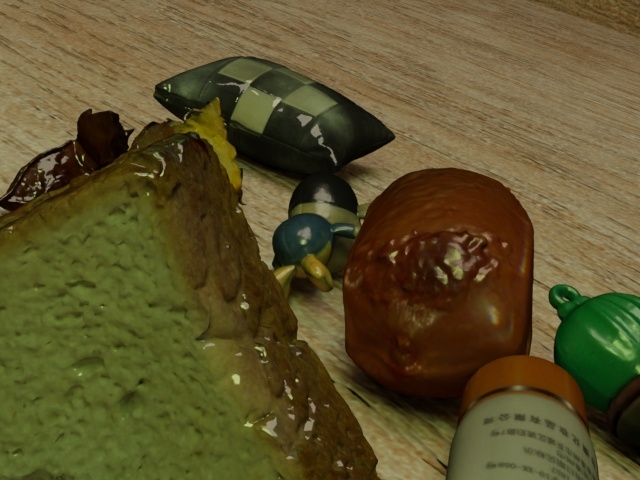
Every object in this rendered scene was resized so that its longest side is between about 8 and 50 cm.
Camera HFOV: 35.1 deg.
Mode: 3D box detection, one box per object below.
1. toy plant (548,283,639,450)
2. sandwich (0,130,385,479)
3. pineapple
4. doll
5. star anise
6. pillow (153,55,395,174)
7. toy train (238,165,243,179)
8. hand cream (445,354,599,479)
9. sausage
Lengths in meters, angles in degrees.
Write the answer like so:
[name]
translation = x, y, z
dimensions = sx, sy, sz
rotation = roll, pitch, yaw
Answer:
[toy plant]
translation = 0.259, 0.097, 0.770
dimensions = 0.142, 0.105, 0.200
rotation = -15, 52, -29
[sandwich]
translation = -0.108, 0.110, 0.562
dimensions = 0.254, 0.288, 0.099
rotation = -29, 5, 18
[pineapple]
translation = -0.137, 0.004, 0.844
dimensions = 0.164, 0.139, 0.250
rotation = 49, 34, -18
[doll]
translation = 0.000, 0.000, 0.916
dimensions = 0.102, 0.089, 0.179
rotation = -18, 29, 27
[star anise]
translation = -0.205, -0.049, 0.977
dimensions = 0.140, 0.144, 0.158
rotation = -31, 10, 13
[pillow]
translation = -0.049, -0.147, 1.204
dimensions = 0.249, 0.106, 0.186
rotation = 25, 26, 19
[toy train]
translation = -0.125, -0.066, 1.064
dimensions = 0.056, 0.038, 0.093
rotation = 26, 26, 24
[hand cream]
translation = 0.118, 0.177, 0.554
dimensions = 0.139, 0.089, 0.314
rotation = 39, 23, -4
[sausage]
translation = 0.099, 0.026, 0.809
dimensions = 0.141, 0.153, 0.268
rotation = 1, 19, 10
